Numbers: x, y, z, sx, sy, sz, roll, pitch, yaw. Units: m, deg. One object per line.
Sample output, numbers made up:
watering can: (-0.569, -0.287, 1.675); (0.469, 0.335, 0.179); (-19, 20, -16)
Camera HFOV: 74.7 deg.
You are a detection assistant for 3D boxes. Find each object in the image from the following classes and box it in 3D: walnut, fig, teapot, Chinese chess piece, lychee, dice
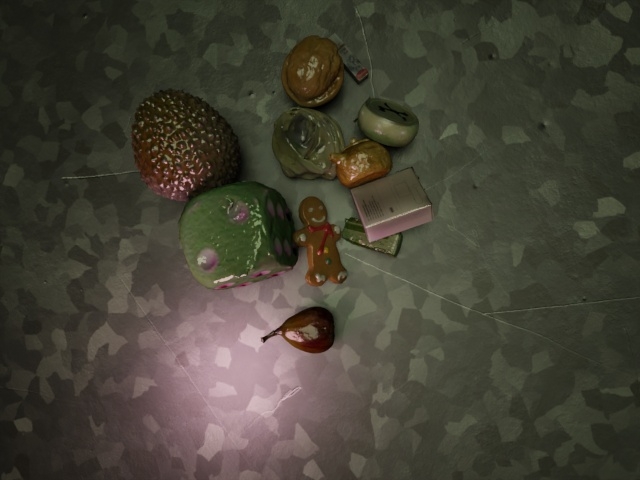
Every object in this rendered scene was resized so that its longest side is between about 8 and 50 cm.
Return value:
walnut: (-0.032, -0.626, 1.574); (0.256, 0.224, 0.257); (-1, 83, 6)
fig: (-0.084, 0.339, 1.545); (0.274, 0.145, 0.170); (-6, 85, -10)
teapot: (0.155, -0.300, 1.531); (0.311, 0.203, 0.167); (-16, 83, -39)
Chinese chess piece: (0.245, -0.436, 1.538); (0.237, 0.238, 0.092); (26, 129, 6)
lychee: (-0.489, -0.323, 1.516); (0.380, 0.380, 0.432); (-19, 124, 4)
dice: (-0.277, -0.013, 1.488); (0.330, 0.322, 0.319); (-18, 81, 15)

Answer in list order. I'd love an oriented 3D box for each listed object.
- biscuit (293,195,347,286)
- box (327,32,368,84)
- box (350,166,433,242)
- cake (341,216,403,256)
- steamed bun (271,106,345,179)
biscuit: (0.000, 0.000, 1.553); (0.215, 0.047, 0.340); (-5, 84, -40)
box: (0.104, -0.720, 1.661); (0.055, 0.039, 0.218); (-39, 84, 0)
box: (0.258, -0.133, 1.531); (0.251, 0.106, 0.203); (-19, 52, 3)
cake: (0.201, -0.013, 1.609); (0.235, 0.099, 0.100); (18, 88, 28)
steamed bun: (-0.044, -0.375, 1.569); (0.280, 0.207, 0.268); (5, 87, 3)
